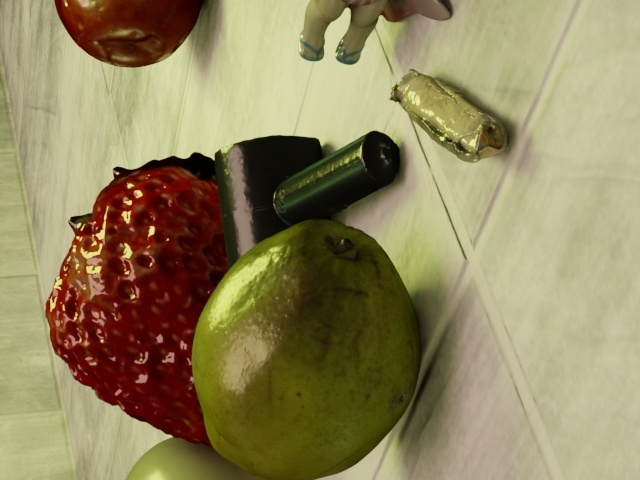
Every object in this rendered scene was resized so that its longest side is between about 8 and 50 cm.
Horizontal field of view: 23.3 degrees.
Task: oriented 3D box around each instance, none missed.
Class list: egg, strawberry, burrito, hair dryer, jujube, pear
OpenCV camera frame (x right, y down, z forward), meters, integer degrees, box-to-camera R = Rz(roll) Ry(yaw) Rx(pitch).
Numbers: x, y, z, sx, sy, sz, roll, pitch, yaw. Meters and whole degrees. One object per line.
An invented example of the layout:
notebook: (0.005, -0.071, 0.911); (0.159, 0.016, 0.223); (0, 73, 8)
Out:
egg: (-0.130, 0.349, 1.792); (0.219, 0.219, 0.269); (109, 155, -50)
strawberry: (-0.170, 0.082, 1.761); (0.310, 0.291, 0.292); (-111, 25, -52)
burrito: (0.105, -0.101, 1.271); (0.045, 0.041, 0.185); (-47, 28, 5)
hair dryer: (0.000, 0.000, 1.529); (0.302, 0.116, 0.244); (-29, 69, 62)
jujube: (-0.255, -0.391, 2.066); (0.223, 0.223, 0.318); (127, 143, -63)
pear: (-0.013, 0.104, 1.405); (0.269, 0.212, 0.212); (-66, 31, 33)

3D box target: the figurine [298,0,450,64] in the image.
figurine: (0.016, -0.247, 1.332); (0.260, 0.205, 0.103); (113, 172, -60)
